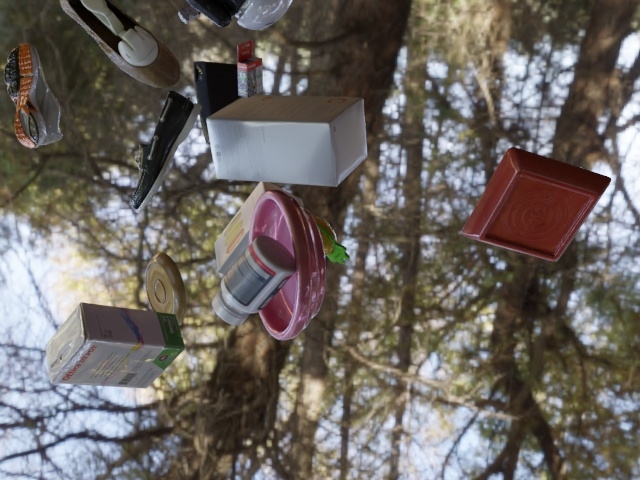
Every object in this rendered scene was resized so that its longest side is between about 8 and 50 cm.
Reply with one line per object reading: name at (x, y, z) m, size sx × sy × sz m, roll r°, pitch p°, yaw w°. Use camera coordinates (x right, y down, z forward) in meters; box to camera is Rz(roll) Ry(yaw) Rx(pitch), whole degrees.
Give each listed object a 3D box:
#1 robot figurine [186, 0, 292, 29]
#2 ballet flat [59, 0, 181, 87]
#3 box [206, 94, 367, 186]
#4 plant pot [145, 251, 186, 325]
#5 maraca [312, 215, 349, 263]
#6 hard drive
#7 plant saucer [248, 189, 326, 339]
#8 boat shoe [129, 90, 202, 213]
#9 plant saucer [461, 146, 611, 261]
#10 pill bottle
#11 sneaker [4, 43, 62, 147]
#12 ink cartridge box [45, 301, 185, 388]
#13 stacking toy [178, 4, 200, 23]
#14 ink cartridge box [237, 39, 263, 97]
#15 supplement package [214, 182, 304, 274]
robot figurine at (-0.182, -0.570, 1.657) m, size 0.278 × 0.209 × 0.173 m, roll 38°, pitch -161°, yaw -13°
ballet flat at (-0.467, -0.488, 1.827) m, size 0.116 × 0.342 × 0.124 m, roll -47°, pitch -177°, yaw -9°
box at (-0.081, -0.262, 2.025) m, size 0.345 × 0.168 × 0.215 m, roll 6°, pitch -152°, yaw 25°
plant pot at (-0.483, 0.155, 2.432) m, size 0.032 × 0.236 × 0.236 m, roll -13°, pitch -153°, yaw -36°
maraca at (0.000, 0.000, 2.199) m, size 0.185 × 0.127 × 0.099 m, roll 38°, pitch -114°, yaw -2°
hard drive at (-0.291, -0.417, 2.391) m, size 0.172 × 0.255 × 0.054 m, roll -5°, pitch 173°, yaw -43°
plant saucer at (-0.072, 0.053, 1.757) m, size 0.084 × 0.332 × 0.332 m, roll -4°, pitch -157°, yaw -22°
boat shoe at (-0.392, -0.212, 1.896) m, size 0.091 × 0.303 × 0.114 m, roll 28°, pitch -179°, yaw -13°
plant saucer at (0.492, -0.065, 1.803) m, size 0.259 × 0.258 × 0.048 m, roll 16°, pitch -143°, yaw -10°
pill bottle at (-0.143, 0.087, 1.641) m, size 0.108 × 0.180 × 0.108 m, roll 35°, pitch -158°, yaw -17°
sneaker at (-0.732, -0.373, 2.047) m, size 0.099 × 0.263 × 0.121 m, roll 1°, pitch -170°, yaw 25°
ink cartridge box at (-0.519, 0.270, 1.996) m, size 0.278 × 0.201 × 0.117 m, roll 14°, pitch -138°, yaw -43°
stacking toy at (-0.352, -0.642, 1.880) m, size 0.052 × 0.221 × 0.167 m, roll -38°, pitch 178°, yaw -21°
ink cartridge box at (-0.157, -0.384, 1.771) m, size 0.029 × 0.115 × 0.063 m, roll 17°, pitch -148°, yaw 25°
supplement package at (-0.161, -0.014, 2.113) m, size 0.133 × 0.244 × 0.139 m, roll 27°, pitch -155°, yaw -27°
